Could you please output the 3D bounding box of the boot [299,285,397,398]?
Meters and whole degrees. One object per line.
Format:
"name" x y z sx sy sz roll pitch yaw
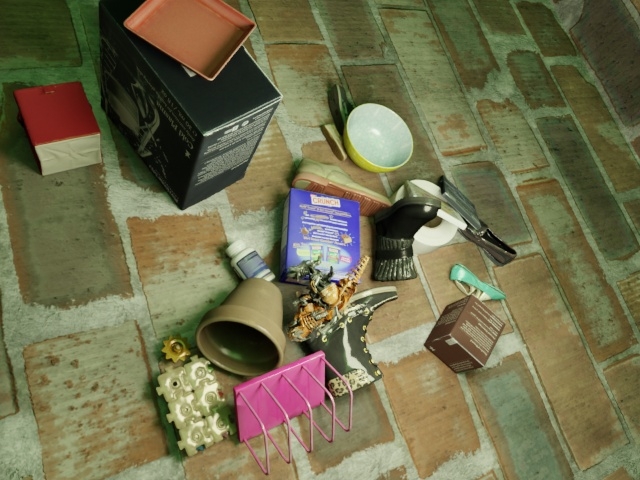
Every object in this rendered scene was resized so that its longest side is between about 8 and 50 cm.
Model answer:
"boot" 0.132 0.324 1.640 0.377 0.138 0.284 -18 75 -24

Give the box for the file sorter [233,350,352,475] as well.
"file sorter" -0.071 0.489 1.404 0.291 0.202 0.182 -16 31 -29

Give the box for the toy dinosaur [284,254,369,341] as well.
"toy dinosaur" 0.019 0.168 1.511 0.322 0.164 0.218 -27 41 -12

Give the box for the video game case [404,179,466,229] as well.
"video game case" 0.423 -0.136 1.840 0.227 0.026 0.206 28 20 -9

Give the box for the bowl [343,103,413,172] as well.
"bowl" 0.203 -0.376 1.962 0.289 0.156 0.289 9 66 -20

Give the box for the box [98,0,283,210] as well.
"box" -0.425 -0.433 1.543 0.297 0.472 0.480 -36 85 -30

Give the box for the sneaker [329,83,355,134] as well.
"sneaker" 0.112 -0.537 2.048 0.118 0.083 0.222 -6 79 -30

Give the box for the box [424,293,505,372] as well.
"box" 0.517 0.335 1.778 0.167 0.168 0.203 42 59 -2

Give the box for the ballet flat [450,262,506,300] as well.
"ballet flat" 0.608 0.187 1.944 0.247 0.083 0.087 32 84 -7

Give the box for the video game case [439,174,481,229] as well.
"video game case" 0.557 -0.158 1.991 0.196 0.026 0.274 42 22 -6

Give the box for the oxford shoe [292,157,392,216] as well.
"oxford shoe" 0.096 -0.206 1.859 0.397 0.140 0.146 20 57 -15

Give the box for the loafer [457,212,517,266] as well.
"loafer" 0.682 -0.023 2.044 0.302 0.095 0.109 43 58 -1

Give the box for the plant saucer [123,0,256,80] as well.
"plant saucer" -0.344 -0.566 1.333 0.258 0.048 0.259 31 62 -8

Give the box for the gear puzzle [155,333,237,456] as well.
"gear puzzle" -0.381 0.434 1.435 0.175 0.044 0.339 -18 77 -35

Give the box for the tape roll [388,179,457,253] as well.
"tape roll" 0.398 -0.093 1.956 0.286 0.100 0.286 9 64 -19

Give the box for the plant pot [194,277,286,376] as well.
"plant pot" -0.210 0.239 1.489 0.263 0.263 0.229 29 41 -9

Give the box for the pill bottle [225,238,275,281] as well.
"pill bottle" -0.233 0.082 1.619 0.094 0.094 0.169 -35 85 -31

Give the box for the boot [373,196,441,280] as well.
"boot" 0.297 0.007 1.710 0.131 0.348 0.260 6 75 -21

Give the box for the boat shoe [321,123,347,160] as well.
"boat shoe" 0.069 -0.395 1.970 0.059 0.063 0.170 -23 78 -23

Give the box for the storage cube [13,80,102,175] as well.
"storage cube" -0.794 -0.342 1.518 0.215 0.183 0.193 -19 77 -28

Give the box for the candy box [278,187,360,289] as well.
"candy box" 0.000 0.000 1.737 0.268 0.122 0.317 10 66 -17
